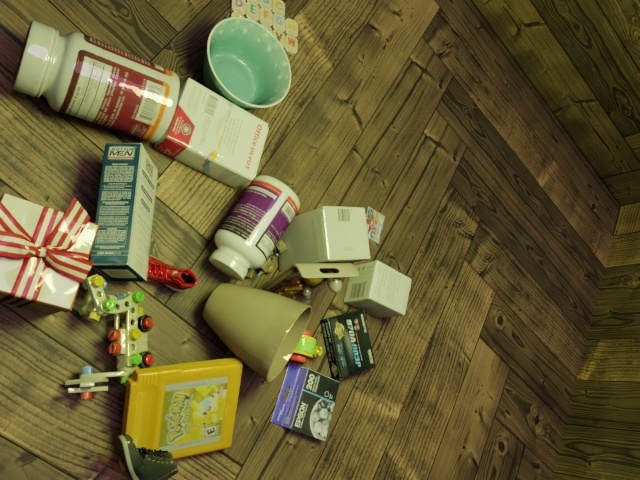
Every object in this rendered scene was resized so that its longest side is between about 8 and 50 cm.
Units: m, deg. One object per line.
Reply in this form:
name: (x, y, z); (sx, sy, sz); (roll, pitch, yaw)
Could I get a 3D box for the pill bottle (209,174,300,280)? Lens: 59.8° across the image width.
pill bottle: (-0.214, -0.038, 1.775); (0.181, 0.181, 0.323); (41, 67, -23)

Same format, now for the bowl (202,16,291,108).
bowl: (-0.269, -0.563, 1.869); (0.311, 0.163, 0.312); (10, 72, -34)

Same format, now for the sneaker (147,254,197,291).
sneaker: (-0.457, 0.083, 1.614); (0.221, 0.128, 0.087); (20, 69, -32)

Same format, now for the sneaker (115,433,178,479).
sneaker: (-0.459, 0.570, 1.473); (0.118, 0.083, 0.222); (-27, 129, -30)

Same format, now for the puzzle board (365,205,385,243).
puzzle board: (0.212, -0.061, 2.216); (0.096, 0.011, 0.128); (28, 66, -29)

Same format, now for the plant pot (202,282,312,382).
plant pot: (-0.206, 0.245, 1.681); (0.274, 0.256, 0.256); (28, 58, 13)

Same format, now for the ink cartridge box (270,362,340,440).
ink cartridge box: (-0.045, 0.542, 1.875); (0.208, 0.045, 0.206); (29, 65, -27)

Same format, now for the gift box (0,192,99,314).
gift box: (-0.710, 0.022, 1.359); (0.255, 0.258, 0.276); (17, 71, -33)

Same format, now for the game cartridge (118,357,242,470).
game cartridge: (-0.387, 0.482, 1.562); (0.323, 0.052, 0.285); (1, 104, -37)

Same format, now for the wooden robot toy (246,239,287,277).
wooden robot toy: (-0.182, 0.074, 1.871); (0.173, 0.076, 0.079); (-47, 149, -13)

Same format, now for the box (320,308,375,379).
box: (0.101, 0.374, 2.014); (0.175, 0.051, 0.220); (-8, 85, -37)

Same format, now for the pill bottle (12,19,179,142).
pill bottle: (-0.617, -0.436, 1.548); (0.392, 0.224, 0.224); (16, 71, -33)

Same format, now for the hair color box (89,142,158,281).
hair color box: (-0.535, -0.075, 1.533); (0.105, 0.174, 0.347); (1, 71, -1)

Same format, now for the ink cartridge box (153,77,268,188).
ink cartridge box: (-0.345, -0.335, 1.787); (0.306, 0.131, 0.226); (27, 65, -31)

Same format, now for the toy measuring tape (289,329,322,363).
toy measuring tape: (-0.119, 0.329, 1.822); (0.330, 0.121, 0.121); (24, 67, -31)

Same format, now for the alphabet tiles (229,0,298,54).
alphabet tiles: (-0.204, -0.794, 2.059); (0.284, 0.021, 0.278); (11, 74, -34)

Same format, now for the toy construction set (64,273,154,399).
toy construction set: (-0.559, 0.262, 1.487); (0.215, 0.151, 0.328); (21, 74, -58)

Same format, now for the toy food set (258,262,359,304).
toy food set: (-0.048, 0.155, 1.799); (0.219, 0.306, 0.092); (0, 66, -36)

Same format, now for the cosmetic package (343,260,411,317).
cosmetic package: (0.213, 0.186, 2.076); (0.183, 0.151, 0.151); (28, 64, -30)

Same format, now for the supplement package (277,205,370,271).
supplement package: (0.000, 0.000, 1.867); (0.177, 0.293, 0.175); (-1, 80, -37)
